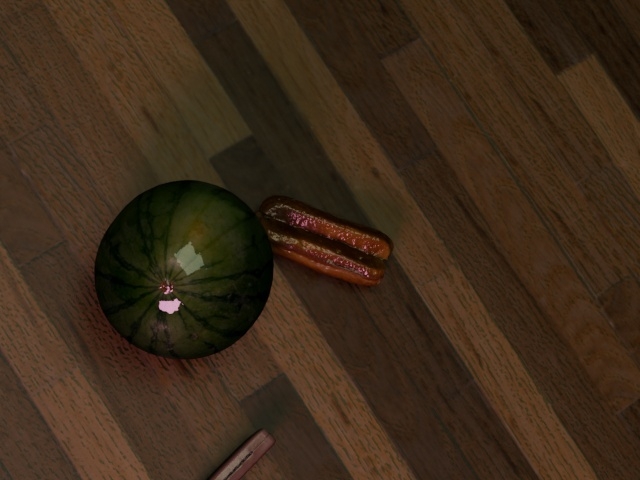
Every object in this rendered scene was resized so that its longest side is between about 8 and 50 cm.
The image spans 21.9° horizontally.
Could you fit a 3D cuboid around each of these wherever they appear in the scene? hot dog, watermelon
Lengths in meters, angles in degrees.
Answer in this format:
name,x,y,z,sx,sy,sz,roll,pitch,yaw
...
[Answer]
name,x,y,z,sx,sy,sz,roll,pitch,yaw
hot dog,0.000,0.000,1.857,0.165,0.045,0.071,20,72,-10
watermelon,-0.140,0.030,1.744,0.188,0.214,0.188,1,98,8

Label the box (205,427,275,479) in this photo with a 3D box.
name,x,y,z,sx,sy,sz,roll,pitch,yaw
box,-0.097,0.246,1.759,0.115,0.048,0.025,-44,94,-21
